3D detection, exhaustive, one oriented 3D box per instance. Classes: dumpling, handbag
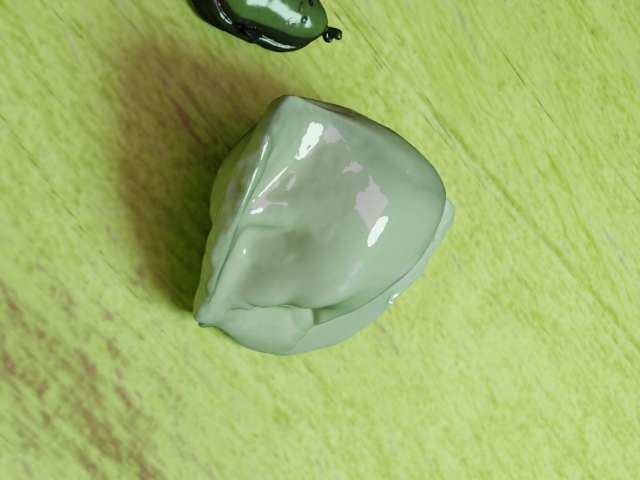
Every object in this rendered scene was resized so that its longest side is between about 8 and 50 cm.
[{"bbox_3d":[0.000,0.000,0.916,0.252,0.131,0.179,19,99,-58],"label":"dumpling"},{"bbox_3d":[-0.035,-0.164,0.913,0.111,0.047,0.072,23,78,-34],"label":"handbag"}]
